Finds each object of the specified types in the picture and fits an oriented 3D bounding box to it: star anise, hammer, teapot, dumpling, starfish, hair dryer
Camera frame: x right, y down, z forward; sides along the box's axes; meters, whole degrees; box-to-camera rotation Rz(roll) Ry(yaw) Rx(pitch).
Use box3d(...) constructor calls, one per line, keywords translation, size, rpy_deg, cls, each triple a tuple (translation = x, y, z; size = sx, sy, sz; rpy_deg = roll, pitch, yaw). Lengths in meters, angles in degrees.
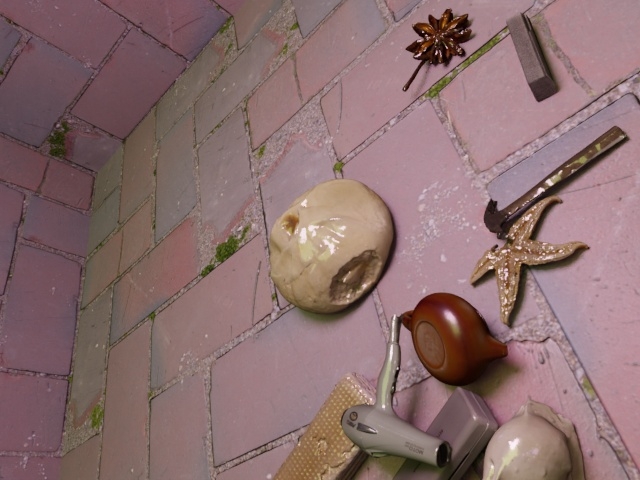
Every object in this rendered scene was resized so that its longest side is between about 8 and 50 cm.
box3d(translation=(0.287, -0.514, 1.247), size=(0.234, 0.073, 0.177), rpy_deg=(-29, 59, 11), cls="star anise")
box3d(translation=(0.448, -0.115, 0.913), size=(0.297, 0.027, 0.125), rpy_deg=(-39, 26, 20), cls="hammer")
box3d(translation=(0.253, 0.181, 0.922), size=(0.252, 0.135, 0.178), rpy_deg=(-159, 64, -66), cls="teapot")
box3d(translation=(0.336, 0.353, 0.731), size=(0.155, 0.111, 0.181), rpy_deg=(30, 89, 14), cls="dumpling")
box3d(translation=(0.392, 0.028, 0.900), size=(0.247, 0.050, 0.138), rpy_deg=(-52, 44, 15), cls="starfish")
box3d(translation=(0.159, 0.289, 0.862), size=(0.229, 0.092, 0.266), rpy_deg=(25, 91, 53), cls="hair dryer")

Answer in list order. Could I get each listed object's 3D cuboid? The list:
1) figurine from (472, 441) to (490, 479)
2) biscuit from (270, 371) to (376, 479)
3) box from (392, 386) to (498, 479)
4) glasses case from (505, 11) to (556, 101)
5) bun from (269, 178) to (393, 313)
box3d(translation=(0.305, 0.401, 0.793), size=(0.072, 0.054, 0.129), rpy_deg=(-60, 38, 30), cls="figurine")
box3d(translation=(-0.001, 0.498, 1.038), size=(0.144, 0.079, 0.425), rpy_deg=(39, 100, 46), cls="biscuit")
box3d(translation=(0.218, 0.388, 0.850), size=(0.243, 0.055, 0.103), rpy_deg=(-61, 12, 13), cls="box")
box3d(translation=(0.460, -0.405, 1.031), size=(0.047, 0.071, 0.204), rpy_deg=(-22, 55, 32), cls="glasses case")
box3d(translation=(-0.005, -0.001, 1.200), size=(0.365, 0.202, 0.363), rpy_deg=(-24, 53, 36), cls="bun")
